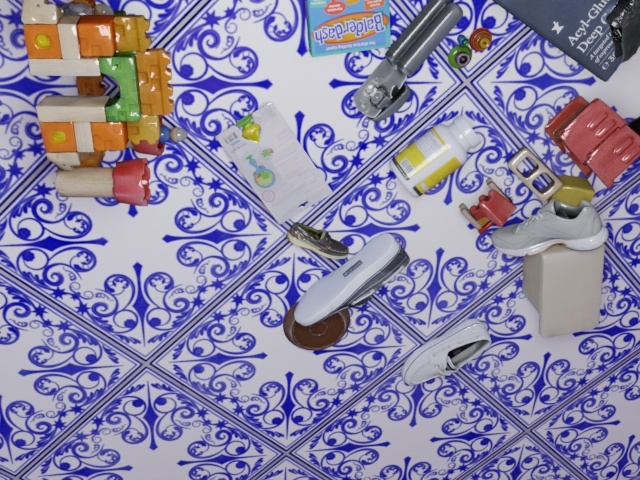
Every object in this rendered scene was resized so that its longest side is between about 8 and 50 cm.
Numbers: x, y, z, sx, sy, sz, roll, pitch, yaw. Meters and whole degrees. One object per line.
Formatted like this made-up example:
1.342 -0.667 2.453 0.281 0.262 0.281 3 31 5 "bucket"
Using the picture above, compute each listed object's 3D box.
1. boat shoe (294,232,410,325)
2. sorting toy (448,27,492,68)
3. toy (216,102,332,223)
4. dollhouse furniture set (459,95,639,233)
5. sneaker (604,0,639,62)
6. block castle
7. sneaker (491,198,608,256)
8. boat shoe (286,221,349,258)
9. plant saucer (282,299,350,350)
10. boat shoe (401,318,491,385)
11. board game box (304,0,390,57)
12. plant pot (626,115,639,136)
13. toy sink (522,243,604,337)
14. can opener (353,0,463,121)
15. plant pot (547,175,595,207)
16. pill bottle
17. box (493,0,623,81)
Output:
0.077 0.111 1.776 0.301 0.108 0.102 -41 121 4 "boat shoe"
0.305 -0.390 1.543 0.061 0.042 0.102 37 109 -28 "sorting toy"
-0.095 -0.165 1.595 0.137 0.056 0.237 -30 117 12 "toy"
0.485 -0.128 1.622 0.152 0.201 0.374 44 105 -4 "dollhouse furniture set"
0.538 -0.404 1.326 0.089 0.051 0.170 -31 126 3 "sneaker"
-0.350 -0.310 1.310 0.213 0.303 0.453 0 121 -4 "block castle"
0.508 -0.041 1.727 0.263 0.099 0.121 -8 126 33 "sneaker"
0.000 0.000 1.715 0.152 0.056 0.049 16 122 -20 "boat shoe"
-0.007 0.210 1.861 0.169 0.029 0.168 -6 123 -9 "plant saucer"
0.320 0.300 1.948 0.258 0.084 0.095 -41 120 14 "boat shoe"
0.049 -0.464 1.443 0.160 0.047 0.210 -10 123 -5 "board game box"
0.827 -0.201 1.694 0.187 0.188 0.167 -30 135 7 "plant pot"
0.584 0.096 1.849 0.153 0.131 0.234 -11 118 -5 "toy sink"
0.180 -0.361 1.534 0.283 0.076 0.095 -48 150 17 "can opener"
0.569 -0.105 1.755 0.083 0.081 0.081 15 118 -6 "plant pot"
0.247 -0.182 1.624 0.184 0.103 0.103 -37 121 12 "pill bottle"
0.444 -0.534 1.383 0.396 0.212 0.293 26 114 -23 "box"
